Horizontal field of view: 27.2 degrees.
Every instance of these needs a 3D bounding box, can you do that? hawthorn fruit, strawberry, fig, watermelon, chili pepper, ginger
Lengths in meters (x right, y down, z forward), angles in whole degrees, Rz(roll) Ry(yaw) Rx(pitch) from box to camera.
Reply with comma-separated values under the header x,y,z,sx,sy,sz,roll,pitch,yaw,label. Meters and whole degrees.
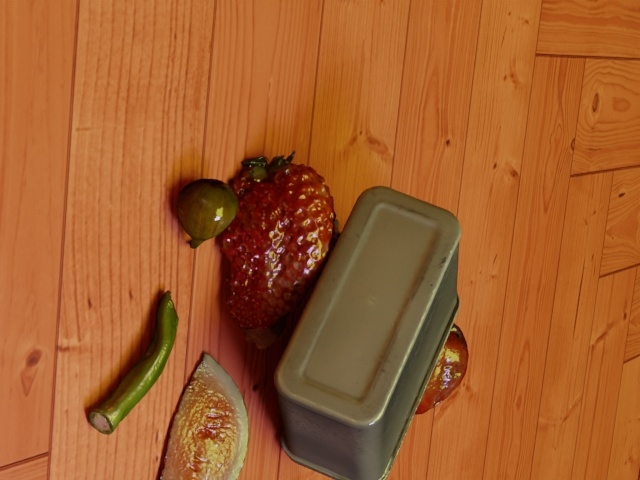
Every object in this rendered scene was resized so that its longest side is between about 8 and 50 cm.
x,y,z,sx,sy,sz,roll,pitch,yaw,label
0.161,0.200,2.186,0.179,0.174,0.173,-44,135,-43,hawthorn fruit
-0.043,0.002,1.804,0.175,0.107,0.235,-18,106,-37,strawberry
-0.149,-0.031,1.702,0.082,0.084,0.098,11,100,-23,fig
-0.162,0.282,1.810,0.119,0.063,0.245,27,78,-44,watermelon
-0.224,0.158,1.676,0.201,0.050,0.052,-61,-179,-28,chili pepper
-0.066,0.071,1.893,0.069,0.051,0.173,17,79,-45,ginger

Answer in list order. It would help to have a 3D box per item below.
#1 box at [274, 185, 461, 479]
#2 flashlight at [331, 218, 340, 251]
x,y,z,sx,sy,sz,roll,pitch,yaw,label
0.074,0.144,1.903,0.344,0.177,0.351,85,29,-68,box
0.000,0.000,1.981,0.110,0.031,0.052,-15,114,-55,flashlight
